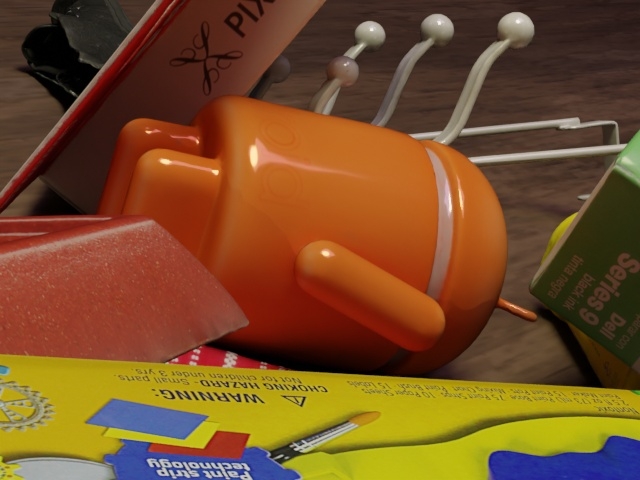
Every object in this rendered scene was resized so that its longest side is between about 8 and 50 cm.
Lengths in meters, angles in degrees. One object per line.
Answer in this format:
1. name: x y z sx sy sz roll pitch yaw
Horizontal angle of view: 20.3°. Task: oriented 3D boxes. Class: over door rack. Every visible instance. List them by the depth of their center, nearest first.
1. over door rack: 0.108 -0.083 1.133 0.324 0.108 0.239 6 4 -21

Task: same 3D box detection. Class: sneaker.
1. sneaker: -0.169 -0.138 1.237 0.089 0.051 0.170 9 24 -40

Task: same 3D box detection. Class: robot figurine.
1. robot figurine: 0.000 0.001 0.898 0.219 0.128 0.158 11 -19 -23

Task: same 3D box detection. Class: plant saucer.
1. plant saucer: -0.183 0.023 0.582 0.259 0.048 0.258 -1 5 16

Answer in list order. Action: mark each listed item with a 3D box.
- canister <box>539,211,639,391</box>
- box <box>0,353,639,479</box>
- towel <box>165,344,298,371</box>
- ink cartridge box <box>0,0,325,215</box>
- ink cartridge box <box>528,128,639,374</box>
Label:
1. canister: 0.207 0.053 1.034 0.126 0.073 0.170 14 21 -13
2. box: 0.064 0.167 0.378 0.290 0.177 0.279 5 21 -26
3. towel: -0.084 0.074 0.762 0.275 0.031 0.199 18 18 -3
4. ink cartridge box: -0.042 -0.124 0.943 0.066 0.296 0.261 40 17 -7
5. ink cartridge box: 0.287 0.024 0.915 0.289 0.121 0.211 38 50 9
